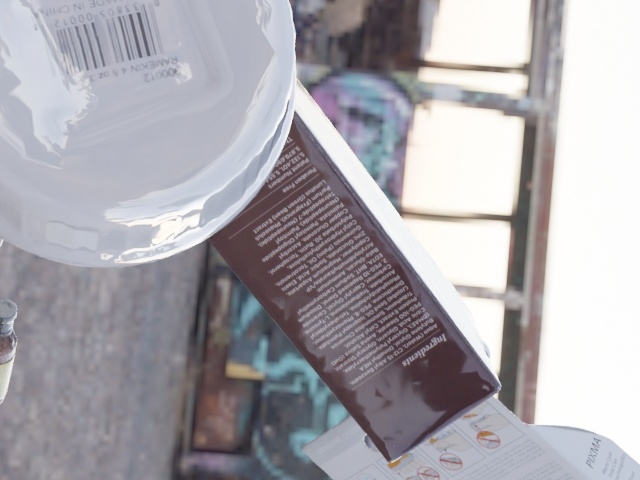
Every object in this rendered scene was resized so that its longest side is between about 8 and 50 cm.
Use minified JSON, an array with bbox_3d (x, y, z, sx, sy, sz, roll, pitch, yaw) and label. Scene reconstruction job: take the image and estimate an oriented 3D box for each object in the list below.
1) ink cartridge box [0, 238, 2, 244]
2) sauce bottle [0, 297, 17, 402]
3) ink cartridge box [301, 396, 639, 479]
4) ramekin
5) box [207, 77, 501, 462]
[{"bbox_3d":[-0.302,-0.068,1.645,0.088,0.052,0.122,125,-16,-49],"label":"ink cartridge box"},{"bbox_3d":[-0.314,0.108,1.652,0.042,0.042,0.128,-86,-166,-48],"label":"sauce bottle"},{"bbox_3d":[0.213,0.301,2.140,0.308,0.385,0.091,-38,-166,42],"label":"ink cartridge box"},{"bbox_3d":[-0.147,-0.126,1.178,0.135,0.277,0.277,138,-43,-78],"label":"ramekin"},{"bbox_3d":[0.000,0.000,1.596,0.381,0.143,0.191,51,9,-18],"label":"box"}]
